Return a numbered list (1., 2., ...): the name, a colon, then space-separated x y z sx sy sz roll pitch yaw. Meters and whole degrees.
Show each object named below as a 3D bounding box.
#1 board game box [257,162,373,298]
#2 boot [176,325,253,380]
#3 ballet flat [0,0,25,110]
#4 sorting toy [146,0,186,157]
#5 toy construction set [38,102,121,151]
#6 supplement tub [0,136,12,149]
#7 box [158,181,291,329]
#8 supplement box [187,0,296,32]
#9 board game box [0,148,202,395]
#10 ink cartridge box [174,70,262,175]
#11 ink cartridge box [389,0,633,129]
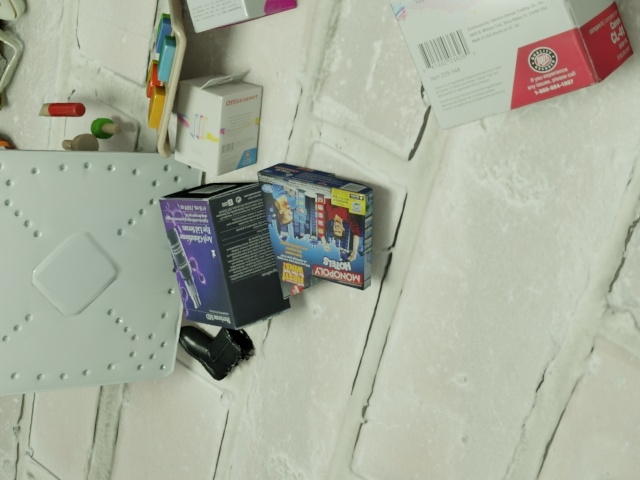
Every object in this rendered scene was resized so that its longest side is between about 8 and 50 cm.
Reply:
1. board game box: 0.000 0.000 1.691 0.194 0.060 0.194 15 116 34
2. boot: -0.173 0.167 1.897 0.121 0.045 0.099 47 131 6
3. ballet flat: -0.568 -0.373 1.981 0.123 0.123 0.349 33 123 25
4. sorting toy: -0.234 -0.255 1.723 0.193 0.038 0.208 -107 25 -57
5. toy construction set: -0.446 -0.076 1.926 0.237 0.257 0.309 10 99 50
6. supplement tub: -0.589 -0.115 2.083 0.106 0.106 0.198 -38 82 40
7. box: -0.146 0.020 1.760 0.153 0.108 0.207 2 107 54
8. supplement box: -0.130 -0.414 1.609 0.114 0.111 0.220 -8 101 40
9. board game box: -0.387 0.045 1.782 0.050 0.390 0.390 31 117 51
10. ink cartridge box: -0.153 -0.184 1.723 0.090 0.092 0.143 22 117 32
11. ink cartridge box: 0.201 -0.311 1.352 0.226 0.131 0.306 -12 105 41
